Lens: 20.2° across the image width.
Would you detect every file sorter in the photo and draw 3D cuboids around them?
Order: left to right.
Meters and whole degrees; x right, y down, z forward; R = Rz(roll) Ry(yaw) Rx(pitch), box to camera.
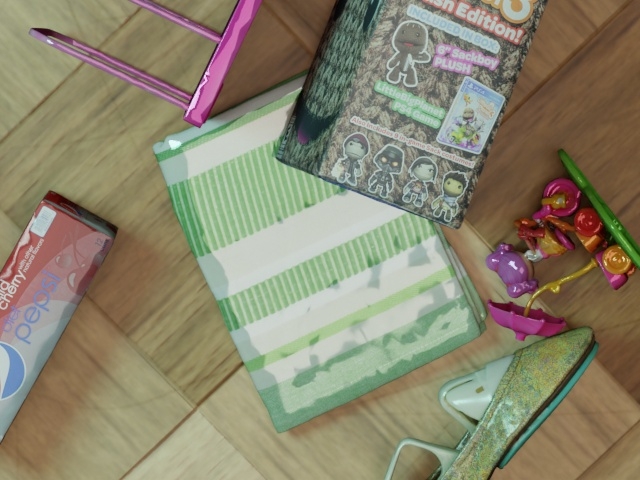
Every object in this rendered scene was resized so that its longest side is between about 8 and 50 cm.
[{"bbox_3d":[-0.129,-0.280,1.693,0.182,0.202,0.290,26,95,-6],"label":"file sorter"}]

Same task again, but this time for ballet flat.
[{"bbox_3d":[0.145,0.211,1.826,0.123,0.123,0.348,33,95,-8],"label":"ballet flat"}]

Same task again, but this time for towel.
[{"bbox_3d":[0.000,0.000,1.824,0.248,0.038,0.325,-25,100,0],"label":"towel"}]

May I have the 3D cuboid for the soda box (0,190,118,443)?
[{"bbox_3d":[-0.299,0.085,1.782,0.083,0.092,0.263,30,94,-8],"label":"soda box"}]

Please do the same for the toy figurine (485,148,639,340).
[{"bbox_3d":[0.231,0.022,1.815,0.159,0.130,0.173,-37,77,10],"label":"toy figurine"}]

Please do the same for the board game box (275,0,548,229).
[{"bbox_3d":[0.090,-0.177,1.670,0.141,0.232,0.291,21,91,-12],"label":"board game box"}]
